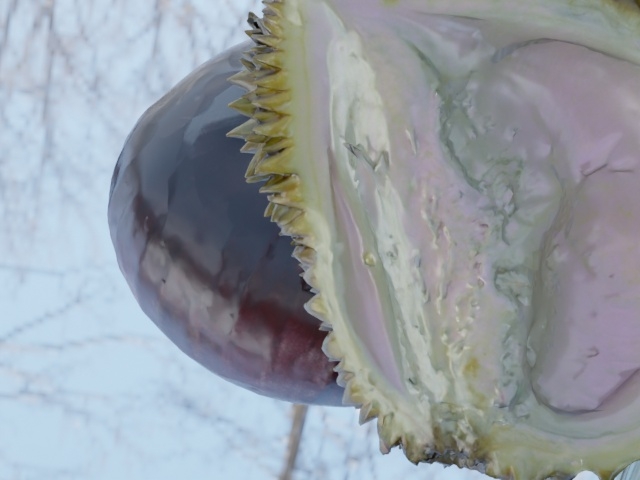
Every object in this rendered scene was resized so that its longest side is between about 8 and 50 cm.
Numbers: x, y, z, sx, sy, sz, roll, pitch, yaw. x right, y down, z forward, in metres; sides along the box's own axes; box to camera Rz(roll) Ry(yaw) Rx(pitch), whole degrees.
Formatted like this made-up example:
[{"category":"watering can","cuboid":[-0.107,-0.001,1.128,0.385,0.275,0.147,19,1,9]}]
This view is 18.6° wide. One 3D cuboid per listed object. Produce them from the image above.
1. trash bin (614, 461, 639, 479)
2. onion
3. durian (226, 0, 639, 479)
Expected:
[{"category":"trash bin","cuboid":[0.242,0.319,1.131,0.280,0.280,0.432,18,-102,7]},{"category":"onion","cuboid":[0.000,0.000,1.213,0.273,0.285,0.273,9,-130,-11]},{"category":"durian","cuboid":[0.071,-0.017,0.792,0.183,0.250,0.138,-24,-175,-7]}]
